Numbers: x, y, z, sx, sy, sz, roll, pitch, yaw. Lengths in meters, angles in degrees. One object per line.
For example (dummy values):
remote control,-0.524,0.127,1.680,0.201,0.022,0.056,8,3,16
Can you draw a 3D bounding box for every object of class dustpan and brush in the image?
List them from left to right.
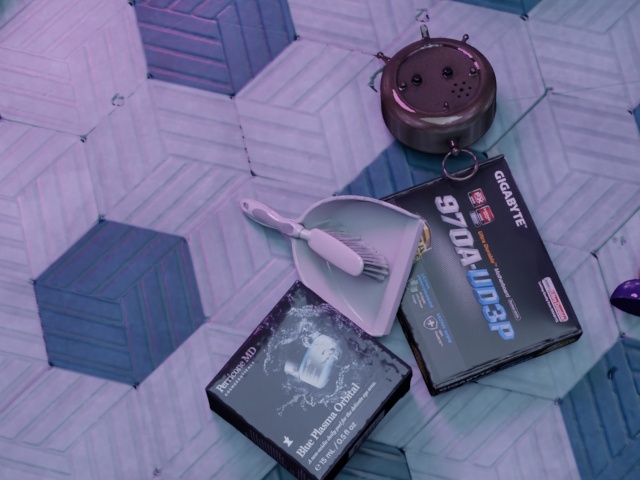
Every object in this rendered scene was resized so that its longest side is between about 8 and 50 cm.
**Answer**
dustpan and brush,0.000,0.000,1.800,0.211,0.060,0.147,31,114,37

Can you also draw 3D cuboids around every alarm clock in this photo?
alarm clock,0.136,-0.148,1.839,0.129,0.064,0.192,-13,63,-3

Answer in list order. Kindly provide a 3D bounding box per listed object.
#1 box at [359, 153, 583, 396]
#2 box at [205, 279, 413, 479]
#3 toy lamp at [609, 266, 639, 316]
box,0.160,0.037,1.805,0.175,0.051,0.220,-20,74,-6
box,-0.012,0.155,1.747,0.158,0.093,0.156,37,76,11
toy lamp,0.385,-0.051,1.823,0.080,0.080,0.274,17,76,5
